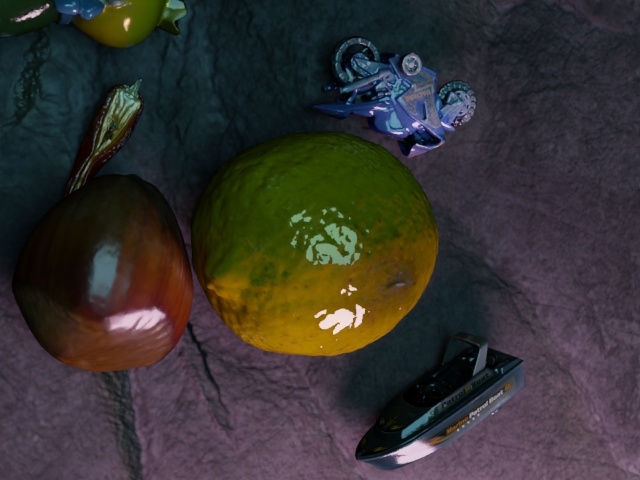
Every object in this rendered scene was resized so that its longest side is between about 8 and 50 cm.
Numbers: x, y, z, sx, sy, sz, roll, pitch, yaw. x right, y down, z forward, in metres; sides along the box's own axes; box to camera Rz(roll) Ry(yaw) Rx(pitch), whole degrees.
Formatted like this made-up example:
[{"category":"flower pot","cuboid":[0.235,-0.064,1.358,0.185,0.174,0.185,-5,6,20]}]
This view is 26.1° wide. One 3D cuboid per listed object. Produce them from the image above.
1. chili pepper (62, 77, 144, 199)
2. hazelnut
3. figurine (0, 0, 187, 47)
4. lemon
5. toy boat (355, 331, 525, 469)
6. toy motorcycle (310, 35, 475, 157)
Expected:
[{"category":"chili pepper","cuboid":[-0.242,-0.102,1.518,0.045,0.027,0.178,30,79,-20]},{"category":"hazelnut","cuboid":[-0.230,0.035,1.457,0.186,0.210,0.210,-31,107,8]},{"category":"figurine","cuboid":[-0.255,-0.297,1.460,0.234,0.127,0.185,-3,88,-15]},{"category":"lemon","cuboid":[0.000,0.000,1.518,0.310,0.253,0.253,-10,97,-39]},{"category":"toy boat","cuboid":[0.140,0.200,1.679,0.246,0.093,0.103,-32,112,-21]},{"category":"toy motorcycle","cuboid":[0.092,-0.166,1.658,0.205,0.076,0.114,20,90,-24]}]
